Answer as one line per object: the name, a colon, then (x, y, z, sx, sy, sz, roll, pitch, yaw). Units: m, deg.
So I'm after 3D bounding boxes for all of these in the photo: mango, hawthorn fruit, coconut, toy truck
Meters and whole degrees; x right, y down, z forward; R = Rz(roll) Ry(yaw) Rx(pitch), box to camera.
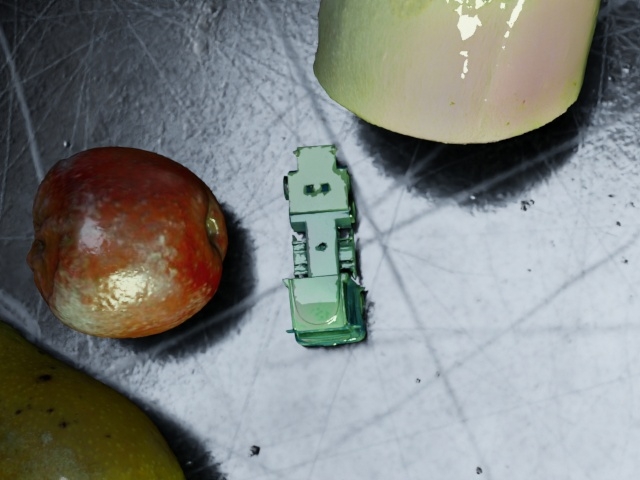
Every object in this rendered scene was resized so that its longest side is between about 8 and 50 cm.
mango: (-0.242, 0.190, 1.338, 0.329, 0.176, 0.176, 37, 43, 15)
hawthorn fruit: (-0.163, 0.003, 1.360, 0.172, 0.173, 0.173, -2, 78, 10)
coconut: (0.112, -0.191, 1.316, 0.233, 0.245, 0.233, 5, 46, -6)
toy truck: (0.000, 0.000, 1.370, 0.067, 0.081, 0.175, -5, 78, 7)
